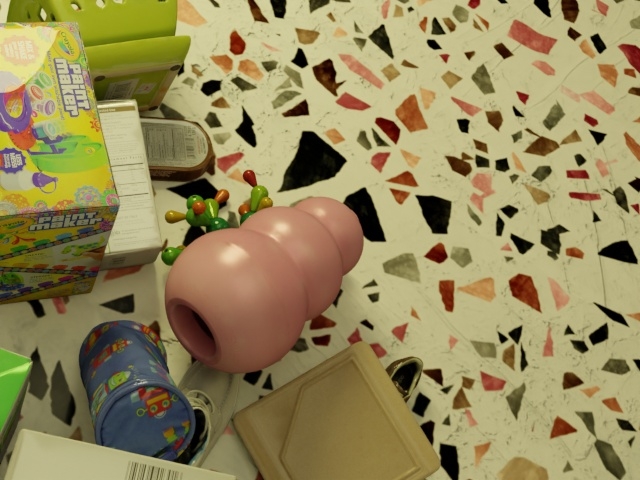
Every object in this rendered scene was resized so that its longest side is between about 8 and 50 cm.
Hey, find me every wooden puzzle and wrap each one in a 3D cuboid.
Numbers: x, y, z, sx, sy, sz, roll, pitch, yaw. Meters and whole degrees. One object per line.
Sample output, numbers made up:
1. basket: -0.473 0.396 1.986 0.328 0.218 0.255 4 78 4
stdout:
1. wooden puzzle: 0.023 0.295 1.416 0.239 0.044 0.221 -28 76 -14

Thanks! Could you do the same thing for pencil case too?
1. pencil case: -0.241 0.196 1.250 0.119 0.306 0.133 -33 108 -9

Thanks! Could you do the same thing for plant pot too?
1. plant pot: -0.342 -0.318 1.518 0.227 0.228 0.207 -15 77 -31

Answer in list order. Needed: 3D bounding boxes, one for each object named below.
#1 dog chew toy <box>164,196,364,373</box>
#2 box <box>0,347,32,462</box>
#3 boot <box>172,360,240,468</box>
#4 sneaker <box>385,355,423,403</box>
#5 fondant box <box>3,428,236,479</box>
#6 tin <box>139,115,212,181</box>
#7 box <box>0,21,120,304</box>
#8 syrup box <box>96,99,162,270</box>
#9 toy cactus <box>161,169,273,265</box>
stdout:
1. dog chew toy: -0.064 0.046 1.406 0.206 0.206 0.332 48 53 8
2. box: -0.454 0.274 1.147 0.127 0.231 0.262 23 58 -10
3. boot: -0.169 0.249 1.339 0.095 0.123 0.258 27 57 -7
4. sneaker: 0.094 0.246 1.477 0.066 0.071 0.188 37 56 0
5. fondant box: -0.258 0.330 1.134 0.238 0.330 0.096 16 59 -13
6. tin: -0.268 -0.151 1.568 0.190 0.040 0.106 1 59 -21
7. box: -0.409 -0.101 1.338 0.177 0.279 0.290 -7 66 -25
8. syrup box: -0.307 -0.084 1.453 0.096 0.093 0.237 -9 77 -19
9. toy cactus: -0.138 -0.005 1.513 0.180 0.112 0.219 52 48 -2
